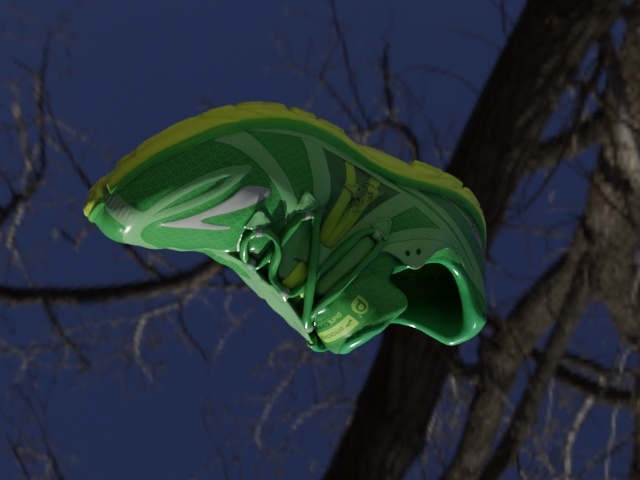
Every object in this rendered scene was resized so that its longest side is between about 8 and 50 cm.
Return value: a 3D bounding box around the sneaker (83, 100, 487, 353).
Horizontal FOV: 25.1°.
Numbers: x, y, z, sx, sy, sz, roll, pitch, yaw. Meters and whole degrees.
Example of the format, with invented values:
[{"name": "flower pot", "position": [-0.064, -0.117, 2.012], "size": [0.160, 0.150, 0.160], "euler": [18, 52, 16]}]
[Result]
[{"name": "sneaker", "position": [0.000, 0.000, 0.873], "size": [0.296, 0.109, 0.123], "euler": [11, -130, -36]}]
